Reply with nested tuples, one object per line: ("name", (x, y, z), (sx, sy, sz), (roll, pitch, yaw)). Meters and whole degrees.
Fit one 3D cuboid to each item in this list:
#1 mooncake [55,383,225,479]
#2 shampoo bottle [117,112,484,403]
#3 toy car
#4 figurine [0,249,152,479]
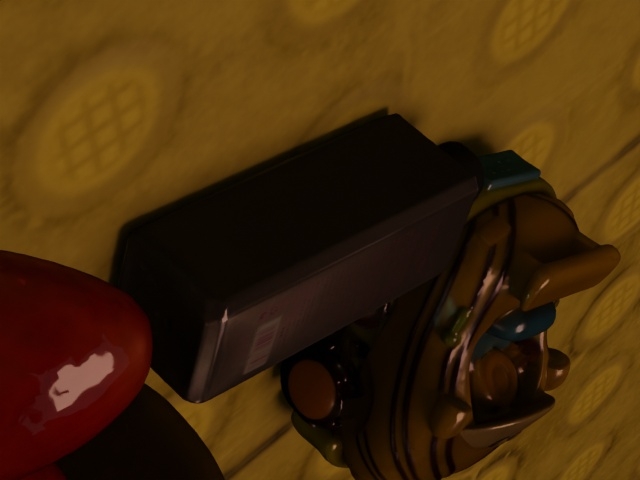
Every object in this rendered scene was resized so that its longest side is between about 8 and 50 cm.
("mooncake", (-0.140, 0.173, 0.854), (0.235, 0.235, 0.117), (-39, 149, -19))
("shampoo bottle", (0.000, 0.000, 0.979), (0.246, 0.079, 0.080), (-26, 148, -39))
("toy car", (0.095, 0.069, 1.148), (0.200, 0.142, 0.247), (-17, 138, -46))
("figurine", (-0.226, 0.115, 0.645), (0.261, 0.211, 0.269), (-57, 177, -31))
